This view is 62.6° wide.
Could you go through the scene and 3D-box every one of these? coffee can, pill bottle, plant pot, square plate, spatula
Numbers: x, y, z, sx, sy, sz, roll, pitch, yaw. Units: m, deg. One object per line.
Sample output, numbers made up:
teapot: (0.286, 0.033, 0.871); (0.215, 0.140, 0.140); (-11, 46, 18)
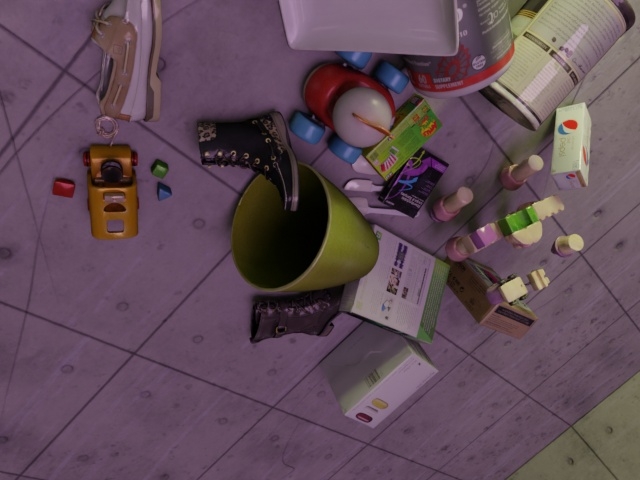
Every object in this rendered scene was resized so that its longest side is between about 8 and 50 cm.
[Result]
coffee can: (0.478, -0.404, 1.119); (0.201, 0.201, 0.275); (29, 108, -36)
pill bottle: (0.219, -0.465, 0.957); (0.210, 0.210, 0.363); (-30, 128, -1)
plant pot: (0.000, 0.000, 1.181); (0.293, 0.275, 0.275); (20, 114, -49)
square plate: (0.061, -0.479, 0.849); (0.049, 0.344, 0.347); (-50, 141, -37)
spatula: (0.162, -0.125, 1.301); (0.242, 0.019, 0.168); (3, 116, -26)

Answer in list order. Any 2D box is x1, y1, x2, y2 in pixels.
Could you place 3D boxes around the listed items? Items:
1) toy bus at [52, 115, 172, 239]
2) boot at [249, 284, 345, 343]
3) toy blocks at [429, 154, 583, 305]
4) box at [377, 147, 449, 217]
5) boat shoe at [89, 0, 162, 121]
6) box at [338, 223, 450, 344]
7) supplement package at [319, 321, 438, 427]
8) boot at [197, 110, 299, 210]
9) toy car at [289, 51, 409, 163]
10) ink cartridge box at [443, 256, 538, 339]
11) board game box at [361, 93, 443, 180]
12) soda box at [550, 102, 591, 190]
toy bus: (-0.399, -0.099, 1.015); (0.191, 0.104, 0.202); (-40, 130, 7)
boot: (-0.061, 0.171, 1.364); (0.228, 0.091, 0.263); (3, 124, -26)
toy blocks: (0.456, -0.009, 1.365); (0.288, 0.309, 0.260); (-23, 172, -16)
box: (0.228, -0.143, 1.290); (0.116, 0.029, 0.162); (21, 109, -33)
boat shoe: (-0.325, -0.338, 0.873); (0.103, 0.113, 0.302); (-8, 127, -25)
box: (0.205, 0.122, 1.391); (0.322, 0.058, 0.232); (26, 74, -34)
supplement package: (0.165, 0.367, 1.526); (0.262, 0.204, 0.145); (-45, 129, 10)
boot: (-0.141, -0.149, 1.024); (0.178, 0.236, 0.085); (-7, 149, -14)
toy car: (0.087, -0.243, 1.039); (0.210, 0.238, 0.219); (21, 113, -34)
ink cartridge box: (0.467, 0.152, 1.485); (0.193, 0.235, 0.088); (21, 114, -34)
board game box: (0.183, -0.235, 1.205); (0.181, 0.043, 0.092); (-44, 129, 5)
soda box: (0.623, -0.233, 1.305); (0.069, 0.216, 0.074); (-6, 146, 40)
